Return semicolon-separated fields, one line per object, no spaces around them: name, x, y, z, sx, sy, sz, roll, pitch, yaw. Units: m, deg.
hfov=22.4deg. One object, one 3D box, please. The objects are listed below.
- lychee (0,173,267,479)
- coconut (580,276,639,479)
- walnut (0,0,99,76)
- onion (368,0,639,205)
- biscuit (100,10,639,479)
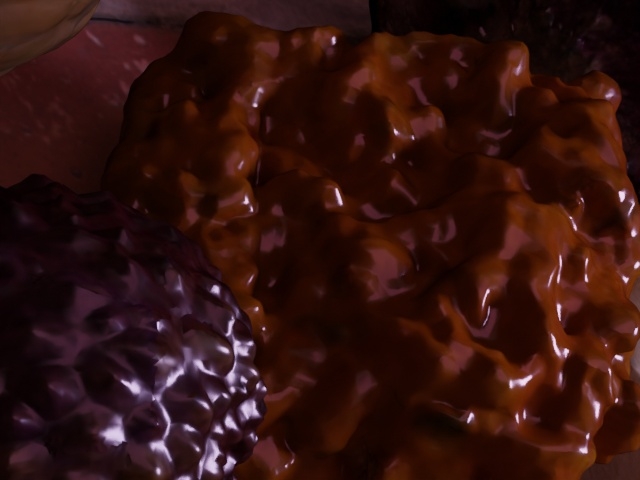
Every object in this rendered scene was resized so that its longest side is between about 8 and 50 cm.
lychee;-0.157;0.090;0.695;0.271;0.271;0.271;25;44;-26
coconut;0.205;0.126;1.025;0.224;0.224;0.224;25;44;-26
walnut;-0.243;-0.190;0.816;0.285;0.285;0.296;20;24;-31
onion;0.181;-0.121;1.163;0.336;0.260;0.282;29;31;5
biscuit;0.029;0.012;0.920;0.312;0.110;0.318;4;52;-2
